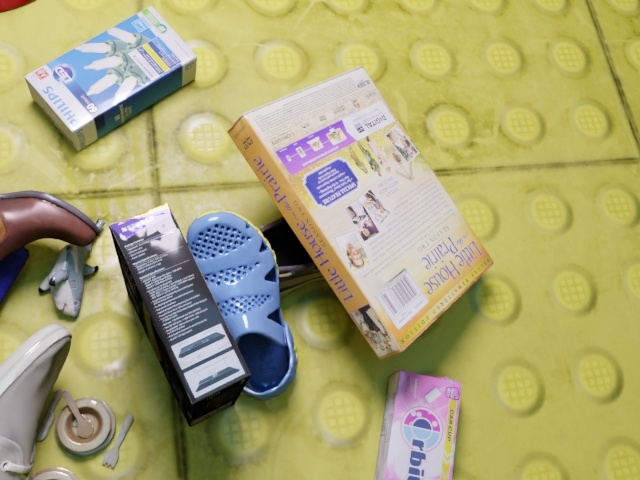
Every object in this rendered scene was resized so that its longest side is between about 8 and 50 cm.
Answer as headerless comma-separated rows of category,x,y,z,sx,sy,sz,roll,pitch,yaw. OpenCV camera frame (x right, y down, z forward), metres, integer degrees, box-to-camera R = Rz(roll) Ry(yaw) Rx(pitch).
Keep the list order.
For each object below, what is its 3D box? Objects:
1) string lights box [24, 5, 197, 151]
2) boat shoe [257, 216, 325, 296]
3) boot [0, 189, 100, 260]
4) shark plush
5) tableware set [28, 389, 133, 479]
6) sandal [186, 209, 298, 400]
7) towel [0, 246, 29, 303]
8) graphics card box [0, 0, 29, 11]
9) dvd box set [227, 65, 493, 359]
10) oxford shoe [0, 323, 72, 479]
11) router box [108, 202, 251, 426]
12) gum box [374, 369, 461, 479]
string lights box,-0.361,-0.286,1.177,0.260,0.077,0.133,-39,83,-22
boat shoe,0.000,0.000,1.118,0.355,0.130,0.132,-29,78,-21
boot,-0.476,0.055,0.942,0.264,0.096,0.280,20,68,-25
shark plush,-0.390,0.040,1.075,0.067,0.073,0.161,32,48,-26
tableware set,-0.365,0.318,0.965,0.128,0.039,0.194,21,67,-4
sandal,-0.104,0.105,0.973,0.126,0.138,0.317,-21,108,1
towel,-0.601,0.093,0.961,0.228,0.076,0.308,31,63,-17
graphics card box,-0.624,-0.621,1.163,0.094,0.233,0.370,-26,76,-16
dvd box set,0.082,-0.062,1.087,0.308,0.062,0.420,-35,90,-42
oxford shoe,-0.442,0.322,0.881,0.130,0.169,0.449,27,73,2
router box,-0.196,0.120,0.932,0.081,0.309,0.242,-24,77,-19
gum box,0.157,0.304,1.074,0.107,0.062,0.188,14,67,-7
